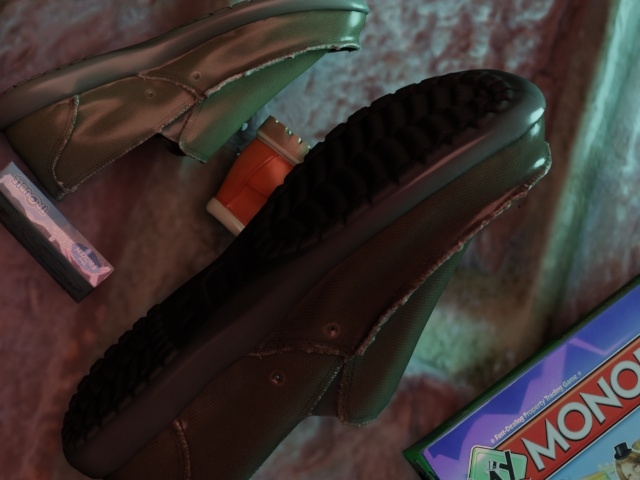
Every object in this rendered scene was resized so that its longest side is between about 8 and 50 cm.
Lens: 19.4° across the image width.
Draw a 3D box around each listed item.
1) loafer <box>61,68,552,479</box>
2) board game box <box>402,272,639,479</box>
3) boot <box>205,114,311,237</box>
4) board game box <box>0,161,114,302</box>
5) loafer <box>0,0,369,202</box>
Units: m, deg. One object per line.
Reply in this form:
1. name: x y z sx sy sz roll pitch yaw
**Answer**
1. loafer: 0.007 0.039 1.157 0.366 0.134 0.130 -40 113 13
2. board game box: 0.242 0.137 1.267 0.317 0.046 0.213 -36 92 -15
3. boot: 0.000 0.000 1.228 0.158 0.059 0.085 40 89 -6
4. board game box: -0.170 -0.003 1.165 0.020 0.090 0.090 -44 94 -15
5. loafer: -0.082 -0.093 1.205 0.251 0.094 0.087 -20 93 -6
